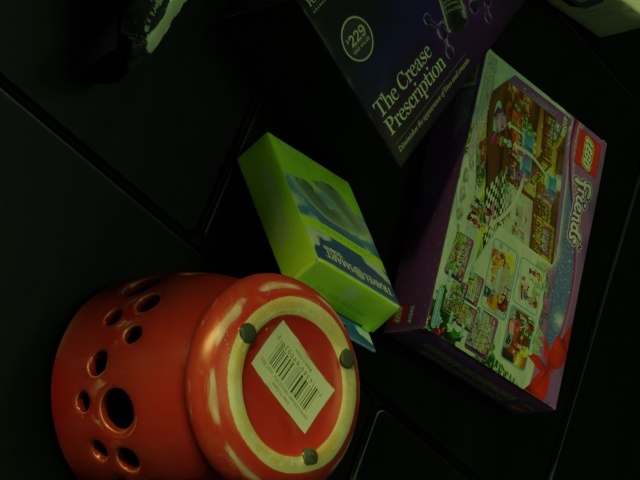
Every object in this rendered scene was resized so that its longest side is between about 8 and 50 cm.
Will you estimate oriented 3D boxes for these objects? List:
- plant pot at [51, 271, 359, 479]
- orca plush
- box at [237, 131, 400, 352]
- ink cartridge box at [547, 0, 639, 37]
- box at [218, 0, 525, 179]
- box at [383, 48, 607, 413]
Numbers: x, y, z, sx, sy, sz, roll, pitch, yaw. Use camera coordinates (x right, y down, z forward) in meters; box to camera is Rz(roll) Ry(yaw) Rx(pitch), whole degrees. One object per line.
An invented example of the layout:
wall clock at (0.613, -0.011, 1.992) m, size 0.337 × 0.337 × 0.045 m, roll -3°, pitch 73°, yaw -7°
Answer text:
plant pot at (-0.081, 0.116, 1.406) m, size 0.191 × 0.174 × 0.191 m, roll 6°, pitch 81°, yaw -44°
orca plush at (-0.122, -0.253, 1.489) m, size 0.287 × 0.102 × 0.151 m, roll -61°, pitch 169°, yaw -13°
box at (0.000, 0.000, 1.532) m, size 0.109 × 0.042 × 0.178 m, roll 30°, pitch 27°, yaw -41°
ink cartridge box at (0.255, -0.317, 1.887) m, size 0.231 × 0.078 × 0.134 m, roll 27°, pitch 65°, yaw -41°
box at (0.053, -0.206, 1.647) m, size 0.184 × 0.103 × 0.261 m, roll 54°, pitch 50°, yaw -22°
box at (0.171, -0.007, 1.768) m, size 0.201 × 0.057 × 0.293 m, roll 33°, pitch 61°, yaw -37°
